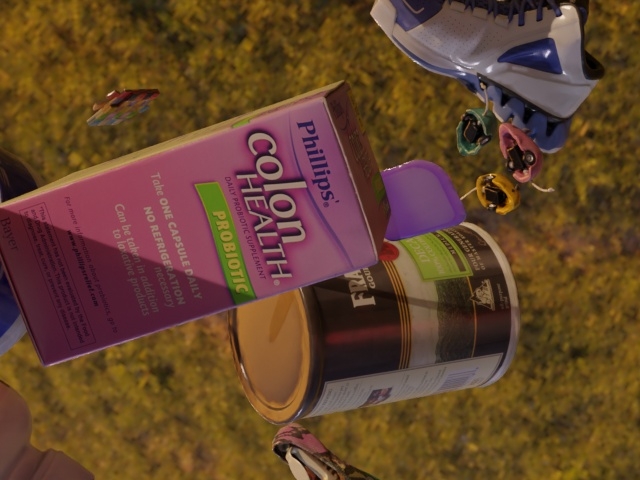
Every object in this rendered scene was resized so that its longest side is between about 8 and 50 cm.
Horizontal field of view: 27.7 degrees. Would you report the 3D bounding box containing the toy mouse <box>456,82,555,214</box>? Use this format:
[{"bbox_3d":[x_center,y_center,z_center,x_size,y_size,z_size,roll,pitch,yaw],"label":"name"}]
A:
[{"bbox_3d":[0.185,-0.096,1.327,0.161,0.031,0.143,20,127,57],"label":"toy mouse"}]

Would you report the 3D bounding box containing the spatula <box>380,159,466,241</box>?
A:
[{"bbox_3d":[0.000,0.000,1.334,0.030,0.296,0.084,-97,-19,-65],"label":"spatula"}]

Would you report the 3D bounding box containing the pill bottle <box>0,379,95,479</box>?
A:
[{"bbox_3d":[-0.332,0.152,0.998,0.301,0.169,0.169,35,155,-9],"label":"pill bottle"}]

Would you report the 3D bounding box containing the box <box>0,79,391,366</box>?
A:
[{"bbox_3d":[-0.082,-0.020,0.949,0.213,0.243,0.117,-62,-47,-79],"label":"box"}]

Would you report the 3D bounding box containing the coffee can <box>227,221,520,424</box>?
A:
[{"bbox_3d":[0.059,0.089,1.485,0.275,0.201,0.201,-6,173,-30],"label":"coffee can"}]

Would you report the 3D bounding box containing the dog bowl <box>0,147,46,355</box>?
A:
[{"bbox_3d":[-0.421,0.009,1.411,0.265,0.264,0.104,18,171,28],"label":"dog bowl"}]

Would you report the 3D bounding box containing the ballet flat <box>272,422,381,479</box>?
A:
[{"bbox_3d":[0.017,0.358,1.927,0.221,0.079,0.077,36,128,11],"label":"ballet flat"}]

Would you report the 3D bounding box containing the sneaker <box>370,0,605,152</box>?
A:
[{"bbox_3d":[0.231,-0.268,1.617,0.315,0.127,0.182,34,117,-13],"label":"sneaker"}]

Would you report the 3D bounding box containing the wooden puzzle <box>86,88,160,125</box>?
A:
[{"bbox_3d":[-0.170,-0.115,1.123,0.049,0.083,0.006,-34,80,28],"label":"wooden puzzle"}]
